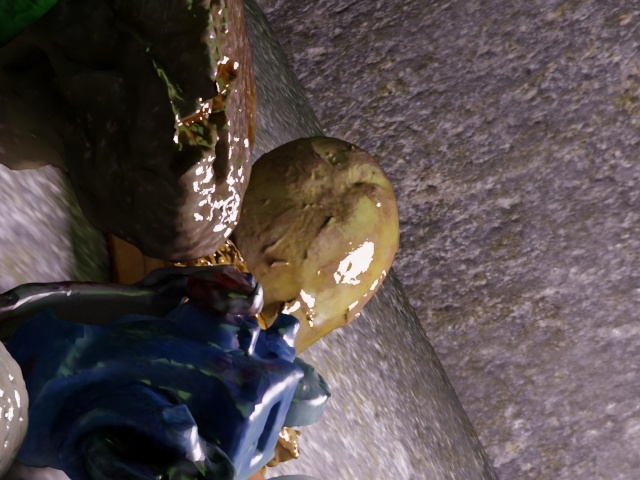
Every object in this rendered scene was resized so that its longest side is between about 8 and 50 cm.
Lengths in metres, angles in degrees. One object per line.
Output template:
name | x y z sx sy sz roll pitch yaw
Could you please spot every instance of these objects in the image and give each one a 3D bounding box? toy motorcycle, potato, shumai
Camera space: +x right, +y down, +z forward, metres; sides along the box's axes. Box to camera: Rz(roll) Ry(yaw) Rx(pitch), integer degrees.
toy motorcycle | -0.135 0.116 0.717 0.319 0.241 0.182 -15 100 -73
potato | 0.000 0.000 1.363 0.301 0.237 0.289 -126 -163 -82
shumai | -0.206 -0.152 0.832 0.217 0.283 0.346 14 76 -83

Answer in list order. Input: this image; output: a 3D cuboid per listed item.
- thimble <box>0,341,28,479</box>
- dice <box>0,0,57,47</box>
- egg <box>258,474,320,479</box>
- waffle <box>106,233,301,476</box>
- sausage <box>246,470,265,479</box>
thimble | -0.218 0.103 0.516 0.102 0.115 0.090 61 11 -3
dice | -0.309 -0.315 0.698 0.287 0.297 0.300 49 23 -42
egg | -0.027 0.293 0.721 0.183 0.183 0.217 45 20 -56
waffle | -0.133 0.090 1.057 0.213 0.091 0.308 50 14 -44
sausage | -0.059 0.283 0.870 0.289 0.086 0.086 61 10 6
